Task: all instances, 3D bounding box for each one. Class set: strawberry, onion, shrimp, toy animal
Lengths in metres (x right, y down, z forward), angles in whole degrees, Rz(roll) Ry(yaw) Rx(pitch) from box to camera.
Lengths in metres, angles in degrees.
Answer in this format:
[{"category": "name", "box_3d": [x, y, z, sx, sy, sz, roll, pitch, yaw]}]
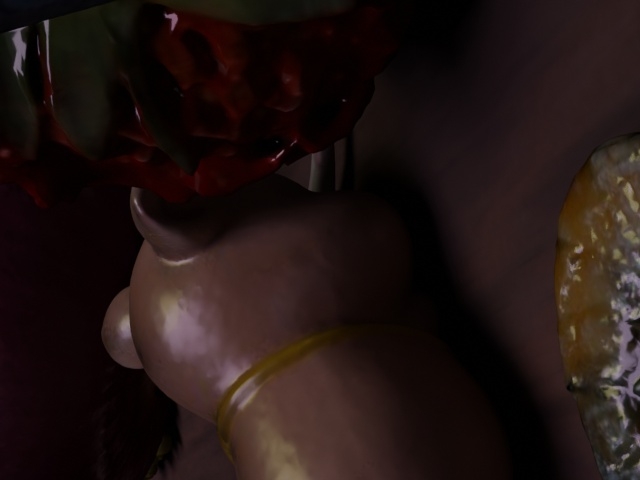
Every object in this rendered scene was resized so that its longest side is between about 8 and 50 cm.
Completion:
[{"category": "strawberry", "box_3d": [-0.090, -0.147, 0.646, 0.257, 0.261, 0.261, -91, -6, -58]}, {"category": "onion", "box_3d": [-0.187, 0.037, 1.037, 0.358, 0.345, 0.358, 179, 90, -72]}, {"category": "shrimp", "box_3d": [0.135, 0.068, 0.518, 0.150, 0.051, 0.217, -15, 91, 64]}, {"category": "toy animal", "box_3d": [0.004, 0.077, 0.750, 0.248, 0.149, 0.165, 50, 141, 20]}]

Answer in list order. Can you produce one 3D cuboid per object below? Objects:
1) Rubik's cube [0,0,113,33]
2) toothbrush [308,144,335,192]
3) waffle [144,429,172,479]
[{"category": "Rubik's cube", "box_3d": [-0.060, -0.253, 0.362, 0.287, 0.293, 0.292, 58, 156, 32]}, {"category": "toothbrush", "box_3d": [0.000, 0.000, 0.850, 0.029, 0.025, 0.307, -118, 19, -46]}, {"category": "waffle", "box_3d": [-0.204, 0.093, 1.459, 0.291, 0.051, 0.291, 52, 155, 37]}]
